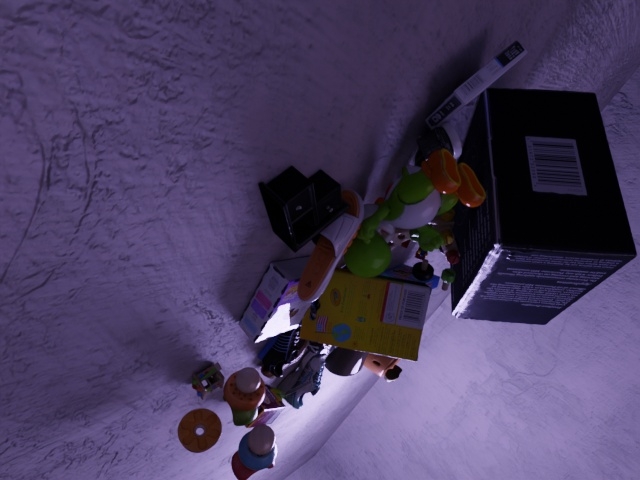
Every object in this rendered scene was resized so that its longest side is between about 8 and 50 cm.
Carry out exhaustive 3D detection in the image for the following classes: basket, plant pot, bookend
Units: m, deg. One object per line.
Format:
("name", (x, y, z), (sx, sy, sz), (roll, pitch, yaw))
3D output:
("basket", (0.127, 0.380, 1.623), (0.204, 0.154, 0.227), (-16, 137, -48))
("plant pot", (0.261, 0.458, 1.875), (0.290, 0.203, 0.291), (-36, 153, -21))
("bookend", (-0.023, -0.082, 0.806), (0.157, 0.072, 0.156), (-39, 153, -18))

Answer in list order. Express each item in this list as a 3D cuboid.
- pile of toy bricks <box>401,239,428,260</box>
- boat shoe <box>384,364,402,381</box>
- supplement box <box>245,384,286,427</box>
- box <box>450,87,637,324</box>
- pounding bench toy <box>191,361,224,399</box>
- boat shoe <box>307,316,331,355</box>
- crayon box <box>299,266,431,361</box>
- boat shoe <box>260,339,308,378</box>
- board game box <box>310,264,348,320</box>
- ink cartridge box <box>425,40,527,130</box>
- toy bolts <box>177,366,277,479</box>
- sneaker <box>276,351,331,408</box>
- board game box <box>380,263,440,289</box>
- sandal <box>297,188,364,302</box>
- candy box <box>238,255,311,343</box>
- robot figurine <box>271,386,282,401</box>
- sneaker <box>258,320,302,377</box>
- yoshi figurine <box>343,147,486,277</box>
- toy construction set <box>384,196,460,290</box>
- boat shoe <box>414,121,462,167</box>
("pile of toy bricks", (0.341, -0.049, 1.416), (0.105, 0.117, 0.213), (-86, -161, -86))
("boat shoe", (0.307, 0.579, 1.819), (0.048, 0.056, 0.153), (-60, 160, 16))
("supplement box", (-0.201, 0.532, 1.371), (0.081, 0.104, 0.188), (-47, 155, -2))
("box", (0.546, -0.073, 1.179), (0.472, 0.296, 0.481), (85, 11, -62))
("pounding bench toy", (-0.276, 0.337, 1.034), (0.065, 0.052, 0.083), (-25, 147, -39))
("boat shoe", (-0.003, 0.324, 1.394), (0.102, 0.108, 0.301), (-42, 160, -9))
("crayon box", (0.116, 0.188, 1.138), (0.081, 0.318, 0.203), (-50, 150, -86))
("boat shoe", (-0.110, 0.354, 1.304), (0.178, 0.064, 0.060), (-41, 155, -6))
("board game box", (0.073, 0.169, 1.257), (0.243, 0.042, 0.165), (-31, 117, -31))
("ink cartridge box", (0.345, -0.346, 0.996), (0.206, 0.045, 0.208), (-41, 180, -13))
("toy bolts", (-0.196, 0.422, 0.969), (0.218, 0.229, 0.159), (-16, 142, -35))
("sneaker", (-0.029, 0.502, 1.575), (0.283, 0.122, 0.110), (-51, 155, 7))
("board game box", (0.328, 0.145, 1.576), (0.210, 0.160, 0.047), (-8, 113, -52))
("sandal", (0.006, 0.003, 0.900), (0.076, 0.101, 0.266), (30, 81, -40))
("candy box", (-0.086, 0.139, 1.027), (0.164, 0.070, 0.196), (-7, 133, -54))
("robot figurine", (-0.178, 0.580, 1.519), (0.115, 0.066, 0.101), (51, 55, -64))
("sneaker", (-0.089, 0.287, 1.210), (0.081, 0.090, 0.232), (-2, 130, -56))
("yoshi figurine", (0.177, -0.029, 0.953), (0.362, 0.204, 0.203), (-34, -175, 37))
("toy construction set", (0.292, -0.073, 1.185), (0.309, 0.257, 0.238), (-52, 151, -44))
("boat shoe", (0.280, -0.207, 1.073), (0.091, 0.115, 0.302), (-22, 165, 6))
